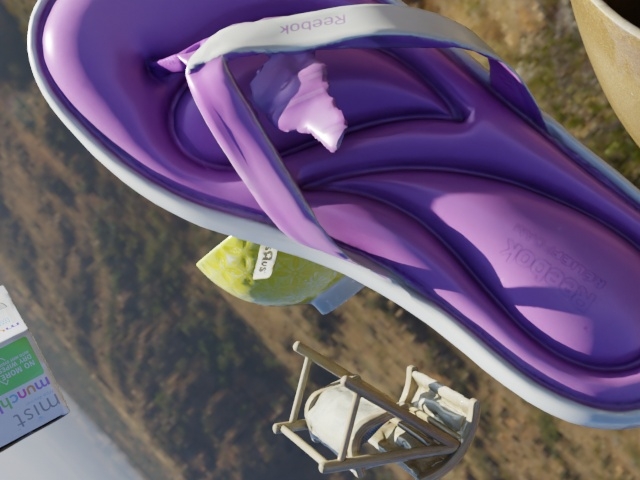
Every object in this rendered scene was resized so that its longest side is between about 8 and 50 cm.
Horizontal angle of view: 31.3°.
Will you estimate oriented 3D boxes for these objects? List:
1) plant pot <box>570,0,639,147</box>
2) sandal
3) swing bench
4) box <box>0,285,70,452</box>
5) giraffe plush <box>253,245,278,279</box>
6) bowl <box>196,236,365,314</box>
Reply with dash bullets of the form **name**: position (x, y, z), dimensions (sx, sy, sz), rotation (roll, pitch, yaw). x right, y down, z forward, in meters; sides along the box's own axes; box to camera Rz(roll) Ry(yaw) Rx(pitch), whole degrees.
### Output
- **plant pot**: position (0.279, -0.151, 0.781), dimensions (0.237, 0.237, 0.254), rotation (38, 168, 23)
- **sandal**: position (0.031, -0.055, 0.596), dimensions (0.416, 0.169, 0.102), rotation (29, 171, 8)
- **swing bench**: position (0.090, 0.293, 1.905), dimensions (0.254, 0.165, 0.253), rotation (14, -178, -21)
- **box**: position (-0.462, 0.189, 1.381), dimensions (0.231, 0.262, 0.127), rotation (27, 141, 66)
- **giraffe plush**: position (-0.077, -0.096, 1.031), dimensions (0.170, 0.181, 0.210), rotation (56, -157, -48)
- **bowl**: position (0.000, 0.000, 1.473), dimensions (0.156, 0.289, 0.289), rotation (51, 161, -2)
